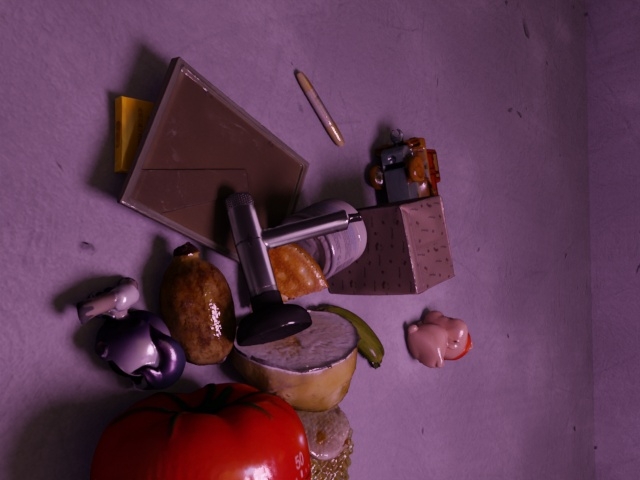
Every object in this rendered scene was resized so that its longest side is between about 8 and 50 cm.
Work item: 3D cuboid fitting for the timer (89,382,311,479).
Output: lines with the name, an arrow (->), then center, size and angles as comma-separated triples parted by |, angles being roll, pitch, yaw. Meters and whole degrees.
timer -> -0.205, 0.413, 0.920 | 0.378, 0.378, 0.279 | 1, 83, -43

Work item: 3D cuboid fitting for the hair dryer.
hair dryer -> -0.049, 0.036, 1.066 | 0.155, 0.284, 0.320 | 56, 25, -72

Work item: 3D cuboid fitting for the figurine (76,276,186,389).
figurine -> -0.343, 0.181, 0.982 | 0.145, 0.145, 0.222 | -34, 108, -39

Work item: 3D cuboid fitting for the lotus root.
lotus root -> -0.252, 0.130, 1.062 | 0.128, 0.145, 0.260 | -45, 124, -76

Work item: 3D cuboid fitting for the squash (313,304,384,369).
squash -> 0.095, 0.252, 1.426 | 0.318, 0.080, 0.071 | 45, 20, -32

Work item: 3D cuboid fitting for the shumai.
shumai -> -0.034, 0.462, 1.253 | 0.201, 0.120, 0.201 | 22, 33, -15

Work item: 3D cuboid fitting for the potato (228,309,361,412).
potato -> -0.061, 0.295, 1.182 | 0.300, 0.246, 0.196 | -1, 112, -26

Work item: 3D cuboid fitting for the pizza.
pizza -> -0.104, 0.083, 1.198 | 0.201, 0.193, 0.053 | 46, 12, -5

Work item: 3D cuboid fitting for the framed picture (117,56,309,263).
framed picture -> -0.205, -0.136, 1.153 | 0.446, 0.028, 0.326 | 34, 66, -46

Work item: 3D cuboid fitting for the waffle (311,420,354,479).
waffle -> 0.028, 0.558, 1.357 | 0.169, 0.036, 0.183 | 8, 81, -44

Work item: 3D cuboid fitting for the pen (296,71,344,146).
pen -> 0.003, -0.359, 1.423 | 0.233, 0.032, 0.040 | 57, 29, -23

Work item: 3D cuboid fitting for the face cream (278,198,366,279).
face cream -> 0.000, 0.000, 1.255 | 0.153, 0.177, 0.177 | -28, 105, -48

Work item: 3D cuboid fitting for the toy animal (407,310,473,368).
toy animal -> 0.377, 0.310, 1.626 | 0.198, 0.171, 0.171 | -12, 94, -41

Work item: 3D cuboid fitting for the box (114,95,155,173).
box -> -0.302, -0.207, 1.114 | 0.269, 0.043, 0.152 | 0, 89, -42

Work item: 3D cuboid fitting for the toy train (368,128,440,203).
toy train -> 0.275, -0.154, 1.576 | 0.232, 0.163, 0.368 | -14, 96, -51

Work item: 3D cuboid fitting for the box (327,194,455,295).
box -> 0.166, 0.016, 1.356 | 0.190, 0.297, 0.225 | -17, 98, -43
